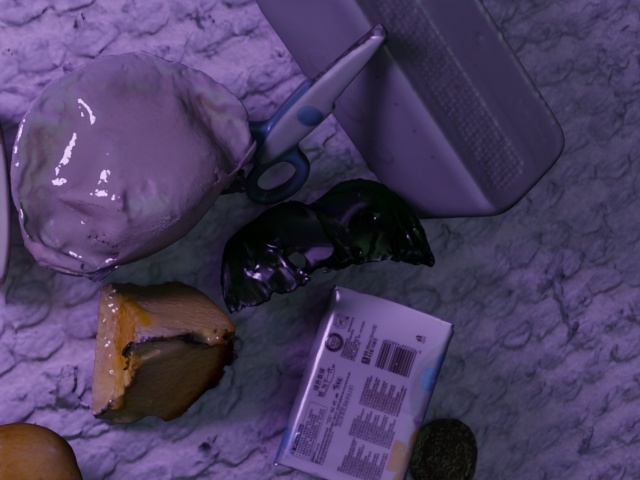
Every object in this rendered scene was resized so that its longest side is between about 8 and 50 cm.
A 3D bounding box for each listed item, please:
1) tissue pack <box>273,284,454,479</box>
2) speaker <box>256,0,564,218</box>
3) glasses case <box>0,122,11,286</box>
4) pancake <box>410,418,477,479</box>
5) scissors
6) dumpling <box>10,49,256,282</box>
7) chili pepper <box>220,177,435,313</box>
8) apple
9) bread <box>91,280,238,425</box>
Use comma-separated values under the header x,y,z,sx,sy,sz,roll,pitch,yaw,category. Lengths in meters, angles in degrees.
x,y,z,sx,sy,sz,roll,pitch,yaw,category
0.055,0.189,1.741,0.159,0.145,0.229,17,84,4,tissue pack
0.113,-0.213,1.699,0.183,0.184,0.406,-44,113,-18,speaker
-0.359,-0.050,1.509,0.051,0.081,0.204,-5,98,-24,glasses case
0.163,0.288,1.865,0.114,0.011,0.115,-3,95,-29,pancake
-0.019,-0.147,1.614,0.138,0.289,0.041,30,37,-25,scissors
-0.214,-0.080,1.563,0.293,0.163,0.204,-39,80,-19,dumpling
-0.002,-0.003,1.666,0.264,0.148,0.116,-21,147,-22,chili pepper
-0.325,0.286,1.507,0.155,0.182,0.182,-21,104,-15,apple
-0.176,0.136,1.579,0.140,0.160,0.169,3,93,-29,bread
